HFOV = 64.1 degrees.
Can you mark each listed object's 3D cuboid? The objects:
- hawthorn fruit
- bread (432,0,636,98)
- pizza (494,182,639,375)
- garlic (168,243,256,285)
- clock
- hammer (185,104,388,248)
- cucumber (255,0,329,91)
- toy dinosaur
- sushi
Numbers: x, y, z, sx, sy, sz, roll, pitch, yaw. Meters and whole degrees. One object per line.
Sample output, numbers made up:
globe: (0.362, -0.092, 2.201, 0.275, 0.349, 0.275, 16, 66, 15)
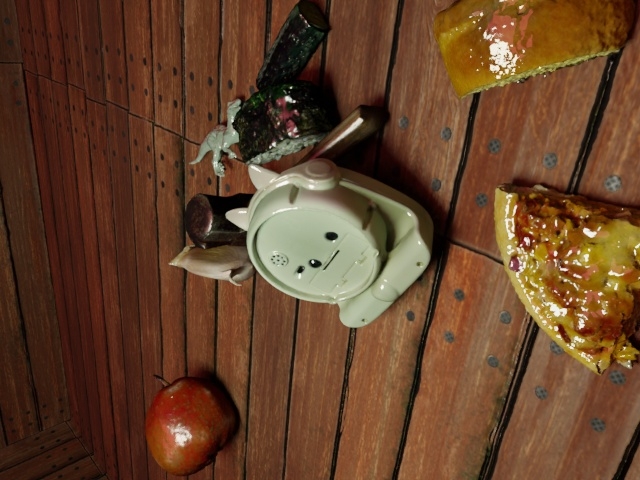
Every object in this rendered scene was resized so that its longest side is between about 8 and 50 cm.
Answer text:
hawthorn fruit: (-0.397, 0.505, 1.468, 0.300, 0.254, 0.254, 41, 130, 17)
bread: (0.234, -0.257, 0.625, 0.260, 0.134, 0.129, -5, 100, 48)
pizza: (0.339, 0.030, 0.645, 0.228, 0.081, 0.290, -33, 77, 47)
garlic: (-0.210, 0.056, 1.201, 0.266, 0.148, 0.128, 2, 135, 47)
clock: (0.000, 0.000, 0.860, 0.324, 0.109, 0.265, 26, 134, -9)
hammer: (-0.045, -0.110, 0.946, 0.409, 0.242, 0.095, -34, 71, 33)
cucumber: (-0.071, -0.355, 0.977, 0.211, 0.062, 0.078, -37, 75, 47)
toy dinosaur: (-0.252, -0.236, 1.222, 0.242, 0.053, 0.167, 3, 104, 47)
sushi: (-0.080, -0.228, 0.982, 0.225, 0.124, 0.127, -10, 96, 49)
